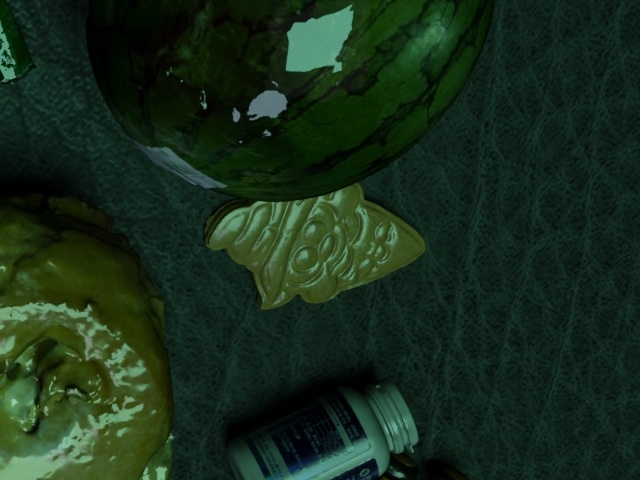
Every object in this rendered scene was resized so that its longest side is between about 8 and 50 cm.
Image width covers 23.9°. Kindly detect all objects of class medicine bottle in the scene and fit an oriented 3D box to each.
[{"bbox_3d":[0.004,0.224,1.628,0.191,0.107,0.107,-25,122,-12],"label":"medicine bottle"}]

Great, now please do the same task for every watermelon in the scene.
[{"bbox_3d":[-0.024,-0.205,1.271,0.363,0.363,0.363,-10,118,-20],"label":"watermelon"}]

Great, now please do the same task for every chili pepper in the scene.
[{"bbox_3d":[-0.316,-0.237,1.288,0.088,0.059,0.227,-14,117,-2],"label":"chili pepper"}]

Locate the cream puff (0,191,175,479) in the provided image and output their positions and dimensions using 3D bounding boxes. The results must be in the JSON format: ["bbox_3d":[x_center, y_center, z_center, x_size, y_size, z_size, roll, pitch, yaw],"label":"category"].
[{"bbox_3d":[-0.283,0.119,1.373,0.327,0.231,0.343,-44,120,-3],"label":"cream puff"}]

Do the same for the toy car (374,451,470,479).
[{"bbox_3d":[0.089,0.355,1.710,0.248,0.142,0.200,20,106,-29],"label":"toy car"}]

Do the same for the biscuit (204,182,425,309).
[{"bbox_3d":[0.000,0.000,1.564,0.250,0.035,0.162,2,118,-27],"label":"biscuit"}]
